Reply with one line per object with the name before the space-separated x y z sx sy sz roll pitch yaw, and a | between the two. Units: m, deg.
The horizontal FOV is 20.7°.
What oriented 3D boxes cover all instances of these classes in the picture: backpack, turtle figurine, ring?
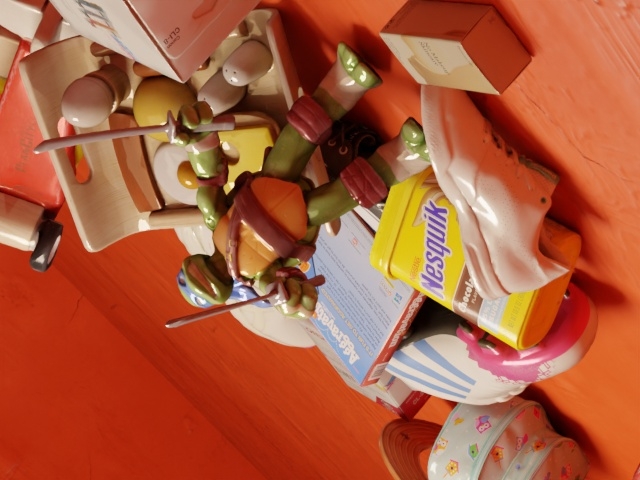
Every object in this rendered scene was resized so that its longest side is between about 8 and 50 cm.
backpack | 0.220 0.266 2.069 0.144 0.166 0.188 23 162 46
turtle figurine | -0.043 -0.041 1.504 0.275 0.266 0.198 41 -169 -46
ring | 0.214 0.346 2.270 0.337 0.032 0.336 29 -163 -10

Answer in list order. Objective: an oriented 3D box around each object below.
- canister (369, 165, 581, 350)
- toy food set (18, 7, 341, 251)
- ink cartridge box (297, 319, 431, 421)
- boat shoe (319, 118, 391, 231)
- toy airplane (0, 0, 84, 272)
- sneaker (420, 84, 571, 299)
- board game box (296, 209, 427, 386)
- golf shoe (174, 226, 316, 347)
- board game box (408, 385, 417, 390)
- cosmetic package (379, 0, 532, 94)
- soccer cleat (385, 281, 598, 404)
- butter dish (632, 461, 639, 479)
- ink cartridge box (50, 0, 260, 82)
canister | 0.140 0.009 1.584 0.170 0.126 0.073 31 -152 28
toy food set | -0.136 -0.095 1.695 0.306 0.092 0.219 -3 116 34
ink cartridge box | 0.064 0.146 2.312 0.127 0.072 0.175 29 162 42
boat shoe | 0.036 -0.076 1.699 0.228 0.080 0.076 43 147 10
toy airplane | -0.292 -0.185 1.945 0.384 0.272 0.386 -16 122 28
sneaker | 0.150 -0.055 1.465 0.094 0.080 0.212 -14 114 20
board game box | 0.000 0.000 1.792 0.281 0.027 0.145 52 133 29
golf shoe | -0.070 0.046 2.289 0.140 0.115 0.306 17 154 52
board game box | 0.064 0.048 2.013 0.318 0.066 0.319 42 166 -8
cosmetic package | 0.102 -0.149 1.341 0.060 0.041 0.115 48 165 -26
soccer cleat | 0.179 0.103 1.740 0.143 0.116 0.331 42 157 -25
butter dish | 0.366 0.251 1.726 0.160 0.118 0.160 38 167 13
ink cartridge box | -0.161 -0.246 1.565 0.176 0.128 0.127 27 161 42
